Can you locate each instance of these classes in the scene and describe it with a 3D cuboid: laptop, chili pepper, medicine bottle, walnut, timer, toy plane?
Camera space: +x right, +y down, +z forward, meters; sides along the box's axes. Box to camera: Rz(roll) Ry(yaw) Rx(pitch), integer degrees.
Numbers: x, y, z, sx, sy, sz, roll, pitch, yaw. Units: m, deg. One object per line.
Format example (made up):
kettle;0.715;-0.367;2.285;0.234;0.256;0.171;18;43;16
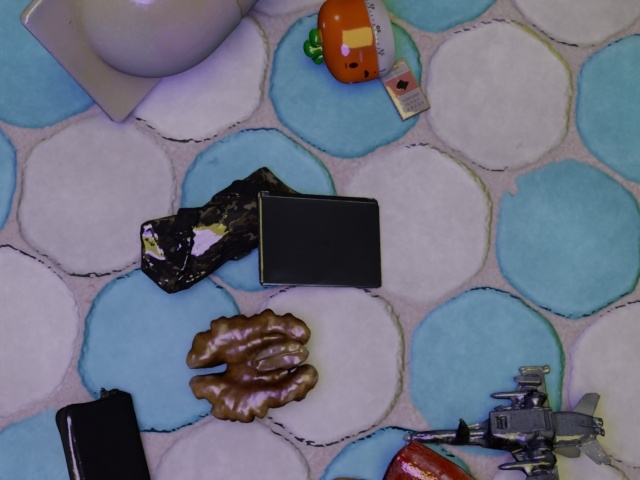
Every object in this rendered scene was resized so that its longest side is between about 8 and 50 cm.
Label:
laptop;0.000;0.000;1.241;0.180;0.016;0.129;3;80;-22
chili pepper;0.171;0.341;1.183;0.192;0.086;0.084;33;60;12
medicine bottle;-0.196;-0.365;1.206;0.236;0.236;0.406;38;80;3
walnut;-0.088;0.165;1.199;0.170;0.069;0.143;-10;80;6
timer;0.037;-0.281;1.275;0.136;0.099;0.136;2;67;-5
toy plane;0.242;0.250;1.203;0.262;0.088;0.192;1;53;-1

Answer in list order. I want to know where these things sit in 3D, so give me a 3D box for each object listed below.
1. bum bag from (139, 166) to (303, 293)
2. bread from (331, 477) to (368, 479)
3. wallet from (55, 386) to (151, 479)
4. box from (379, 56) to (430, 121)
bum bag;-0.131;-0.018;1.235;0.248;0.069;0.102;-26;68;-22
bread;0.039;0.364;1.202;0.110;0.024;0.110;0;81;-3
wallet;-0.260;0.309;1.137;0.044;0.149;0.250;-17;83;20
box;0.119;-0.217;1.313;0.046;0.012;0.083;-27;83;-7
